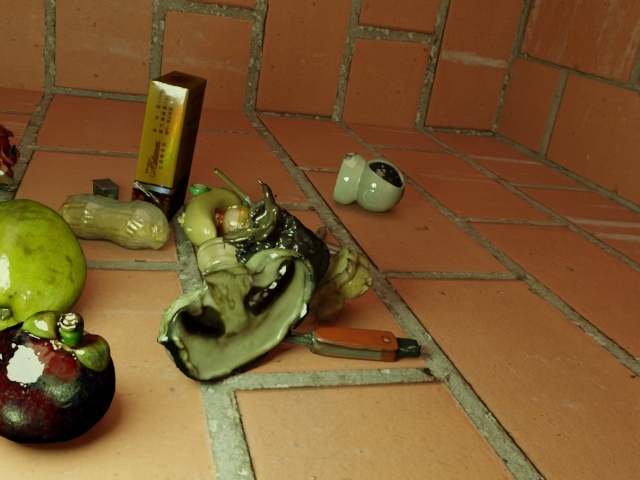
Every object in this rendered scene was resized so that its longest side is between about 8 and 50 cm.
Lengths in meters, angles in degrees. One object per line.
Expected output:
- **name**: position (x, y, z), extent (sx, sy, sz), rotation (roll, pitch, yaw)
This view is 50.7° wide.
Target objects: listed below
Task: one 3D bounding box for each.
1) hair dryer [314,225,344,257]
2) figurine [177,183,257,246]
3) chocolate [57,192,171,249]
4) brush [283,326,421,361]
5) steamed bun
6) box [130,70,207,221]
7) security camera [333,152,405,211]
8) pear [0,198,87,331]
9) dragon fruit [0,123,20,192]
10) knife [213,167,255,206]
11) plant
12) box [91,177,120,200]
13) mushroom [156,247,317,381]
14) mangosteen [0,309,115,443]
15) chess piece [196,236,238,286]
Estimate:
- **hair dryer**: position (0.012, 0.003, 2.009), extent (0.195, 0.054, 0.220), rotation (18, 16, 19)
- **figurine**: position (-0.287, -0.060, 1.932), extent (0.222, 0.124, 0.324), rotation (14, 20, -6)
- **chocolate**: position (-0.541, -0.053, 1.784), extent (0.309, 0.134, 0.134), rotation (12, 21, 6)
- **brush**: position (0.061, 0.224, 1.461), extent (0.323, 0.051, 0.070), rotation (8, 28, -12)
- **steamed bun**: position (0.044, 0.104, 1.603), extent (0.106, 0.177, 0.192), rotation (44, 23, -14)
- **box**: position (-0.447, -0.270, 1.986), extent (0.115, 0.416, 0.264), rotation (14, 20, -4)
- **security camera**: position (0.179, -0.193, 2.383), extent (0.236, 0.195, 0.194), rotation (19, 23, 10)
- **pear**: position (-0.606, 0.052, 1.344), extent (0.268, 0.269, 0.321), rotation (1, 36, -21)
- **dragon fruit**: position (-1.001, -0.253, 1.992), extent (0.293, 0.234, 0.233), rotation (44, 34, 20)
- **knife**: position (-0.207, -0.114, 2.025), extent (0.298, 0.017, 0.047), rotation (42, 5, -22)
- **plant**: position (-0.101, 0.020, 1.522), extent (0.234, 0.204, 0.178), rotation (36, 6, -39)
- **box**: position (-0.657, -0.148, 2.064), extent (0.060, 0.063, 0.084), rotation (-13, 31, -40)
- **mushroom**: position (-0.171, 0.130, 1.325), extent (0.344, 0.248, 0.130), rotation (-38, 37, -30)
- **mangosteen**: position (-0.434, 0.207, 1.060), extent (0.216, 0.216, 0.216), rotation (8, 21, -3)
- **chess piece**: position (-0.205, 0.109, 1.564), extent (0.124, 0.139, 0.307), rotation (-36, 29, 6)
